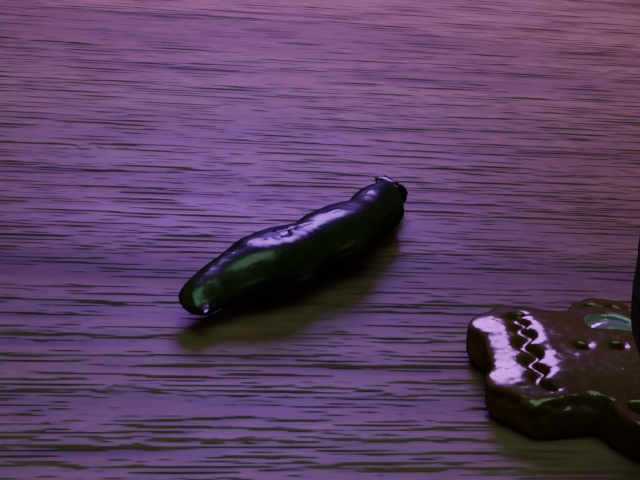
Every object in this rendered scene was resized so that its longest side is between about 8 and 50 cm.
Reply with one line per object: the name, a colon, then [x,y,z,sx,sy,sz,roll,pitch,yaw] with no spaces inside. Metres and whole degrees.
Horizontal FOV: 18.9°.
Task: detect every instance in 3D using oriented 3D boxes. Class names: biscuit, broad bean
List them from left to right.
broad bean: [0.001,0.000,1.307,0.060,0.043,0.297,8,19,30]
biscuit: [0.217,0.083,1.194,0.249,0.035,0.184,6,23,-6]

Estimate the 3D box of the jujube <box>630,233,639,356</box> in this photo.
jujube: [0.279,0.040,1.002,0.215,0.308,0.246,-6,52,20]
